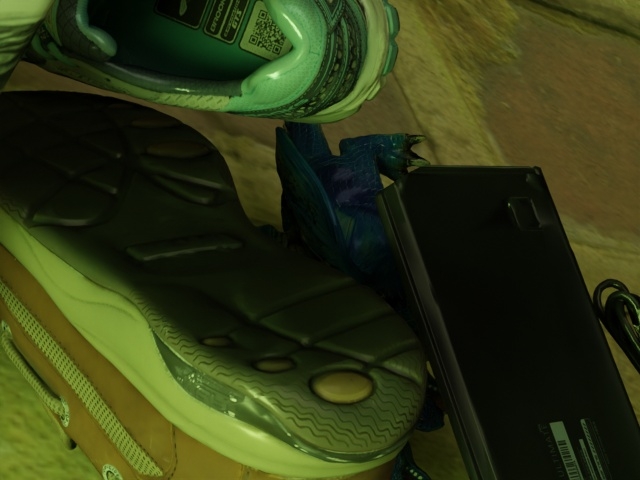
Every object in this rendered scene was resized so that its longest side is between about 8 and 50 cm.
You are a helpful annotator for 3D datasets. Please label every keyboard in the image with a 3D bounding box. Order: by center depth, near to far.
[{"bbox_3d":[0.131,0.111,0.895,0.201,0.033,0.317,-1,68,-47],"label":"keyboard"}]

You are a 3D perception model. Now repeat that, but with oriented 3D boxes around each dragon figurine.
[{"bbox_3d":[0.000,0.000,0.950,0.144,0.085,0.289,-4,50,-49],"label":"dragon figurine"}]

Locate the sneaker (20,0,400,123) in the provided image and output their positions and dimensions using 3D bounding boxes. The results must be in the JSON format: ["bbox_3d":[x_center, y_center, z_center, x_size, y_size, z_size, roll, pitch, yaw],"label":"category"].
[{"bbox_3d":[-0.108,-0.124,0.897,0.283,0.110,0.122,13,11,13],"label":"sneaker"}]

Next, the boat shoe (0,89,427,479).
[{"bbox_3d":[-0.079,0.036,0.792,0.123,0.120,0.324,-5,28,-29],"label":"boat shoe"}]

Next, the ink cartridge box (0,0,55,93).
[{"bbox_3d":[-0.234,-0.088,0.525,0.285,0.395,0.166,-2,48,-47],"label":"ink cartridge box"}]
